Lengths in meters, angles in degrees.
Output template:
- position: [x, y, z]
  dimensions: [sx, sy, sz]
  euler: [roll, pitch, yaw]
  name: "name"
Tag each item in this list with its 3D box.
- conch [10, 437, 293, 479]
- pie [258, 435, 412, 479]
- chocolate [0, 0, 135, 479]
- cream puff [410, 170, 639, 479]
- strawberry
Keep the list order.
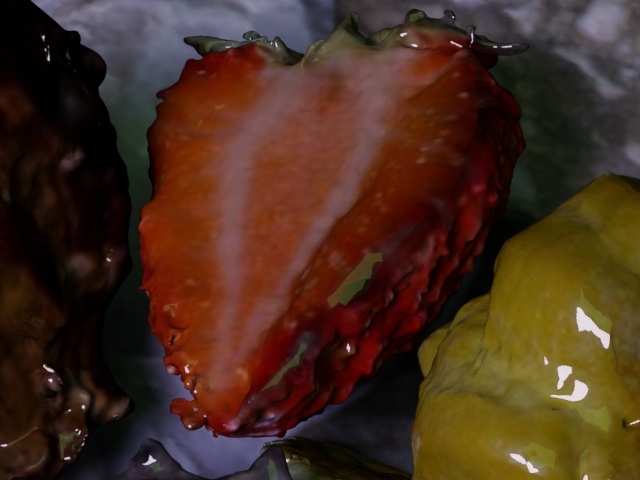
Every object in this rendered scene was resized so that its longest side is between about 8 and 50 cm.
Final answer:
- position: [-0.058, 0.207, 0.672]
  dimensions: [0.241, 0.186, 0.313]
  euler: [18, 38, 0]
  name: "conch"
- position: [0.012, 0.098, 0.787]
  dimensions: [0.084, 0.084, 0.020]
  euler: [20, 94, 12]
  name: "pie"
- position: [-0.158, 0.026, 0.764]
  dimensions: [0.224, 0.206, 0.177]
  euler: [-20, 70, -20]
  name: "chocolate"
- position: [0.122, 0.066, 0.749]
  dimensions: [0.221, 0.195, 0.195]
  euler: [-10, 55, -32]
  name: "cream puff"
- position: [0.014, 0.001, 0.813]
  dimensions: [0.174, 0.098, 0.228]
  euler: [-12, 43, 10]
  name: "strawberry"
